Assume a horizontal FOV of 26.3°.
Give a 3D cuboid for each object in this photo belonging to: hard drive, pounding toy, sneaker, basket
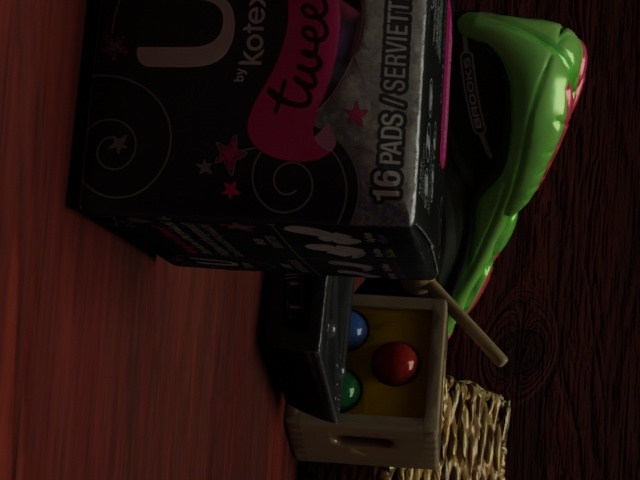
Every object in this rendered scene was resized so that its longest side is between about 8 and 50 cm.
[{"bbox_3d":[0.000,0.000,1.093,0.172,0.054,0.255,78,17,-62],"label":"hard drive"},{"bbox_3d":[0.074,0.086,1.202,0.094,0.181,0.206,80,15,-58],"label":"pounding toy"},{"bbox_3d":[0.101,-0.057,1.353,0.185,0.202,0.483,-60,174,-42],"label":"sneaker"},{"bbox_3d":[0.035,0.278,1.329,0.213,0.223,0.299,19,71,-48],"label":"basket"}]

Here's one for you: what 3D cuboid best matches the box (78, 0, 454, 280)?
[{"bbox_3d":[-0.014,-0.116,0.623,0.163,0.142,0.247,49,44,-77],"label":"box"}]
